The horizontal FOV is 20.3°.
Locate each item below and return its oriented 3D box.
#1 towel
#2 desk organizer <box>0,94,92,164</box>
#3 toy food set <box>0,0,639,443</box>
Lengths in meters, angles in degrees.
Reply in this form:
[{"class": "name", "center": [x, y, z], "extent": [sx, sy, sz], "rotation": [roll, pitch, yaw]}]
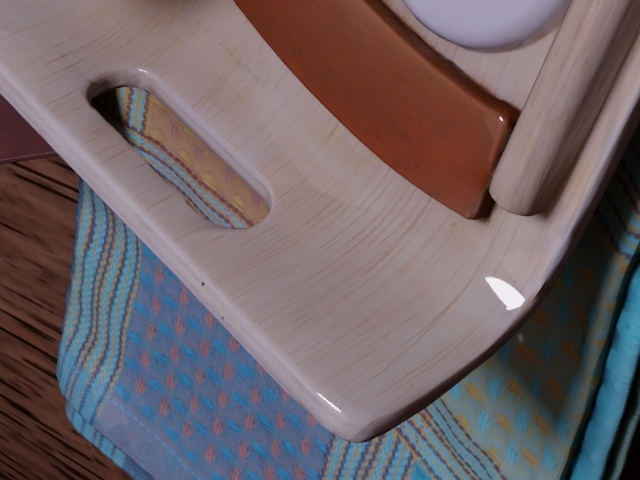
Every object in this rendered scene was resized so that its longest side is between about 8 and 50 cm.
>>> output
[{"class": "towel", "center": [0.000, 0.000, 0.604], "extent": [0.271, 0.040, 0.370], "rotation": [41, 139, 31]}, {"class": "desk organizer", "center": [-0.127, -0.069, 0.689], "extent": [0.130, 0.047, 0.050], "rotation": [-147, 50, -62]}, {"class": "toy food set", "center": [-0.002, -0.134, 0.430], "extent": [0.220, 0.092, 0.306], "rotation": [44, 130, 30]}]
